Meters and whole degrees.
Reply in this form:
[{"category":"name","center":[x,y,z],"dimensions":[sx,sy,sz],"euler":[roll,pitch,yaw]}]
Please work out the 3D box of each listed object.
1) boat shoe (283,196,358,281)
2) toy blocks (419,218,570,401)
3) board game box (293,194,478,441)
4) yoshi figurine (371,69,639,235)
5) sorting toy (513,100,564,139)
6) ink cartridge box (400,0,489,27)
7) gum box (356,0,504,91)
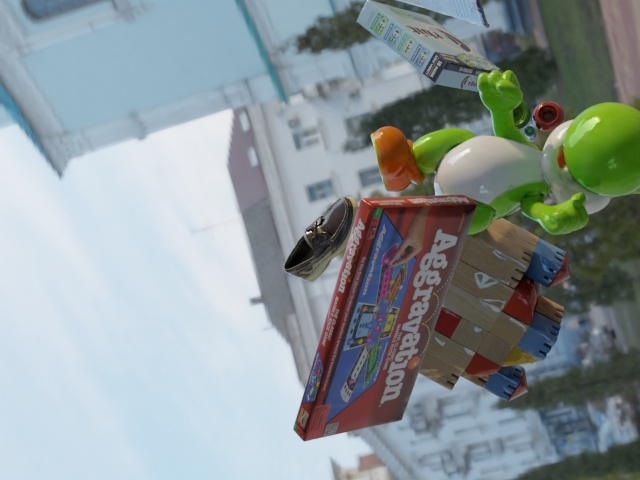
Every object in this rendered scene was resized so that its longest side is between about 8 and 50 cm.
[{"category":"boat shoe","center":[0.000,0.000,1.390],"dimensions":[0.049,0.152,0.056],"euler":[8,-141,-34]},{"category":"toy blocks","center":[0.272,0.117,1.650],"dimensions":[0.191,0.261,0.381],"euler":[-54,-10,-55]},{"category":"board game box","center":[0.067,0.083,1.076],"dimensions":[0.027,0.145,0.281],"euler":[39,123,42]},{"category":"yoshi figurine","center":[0.249,-0.094,1.219],"dimensions":[0.203,0.362,0.203],"euler":[-91,-8,-64]},{"category":"sorting toy","center":[0.335,-0.189,1.604],"dimensions":[0.042,0.102,0.061],"euler":[35,-119,-72]},{"category":"ink cartridge box","center":[0.071,-0.316,1.066],"dimensions":[0.045,0.224,0.223],"euler":[-66,-19,-5]},{"category":"gum box","center":[0.167,-0.291,1.527],"dimensions":[0.157,0.041,0.184],"euler":[0,-144,-48]}]
